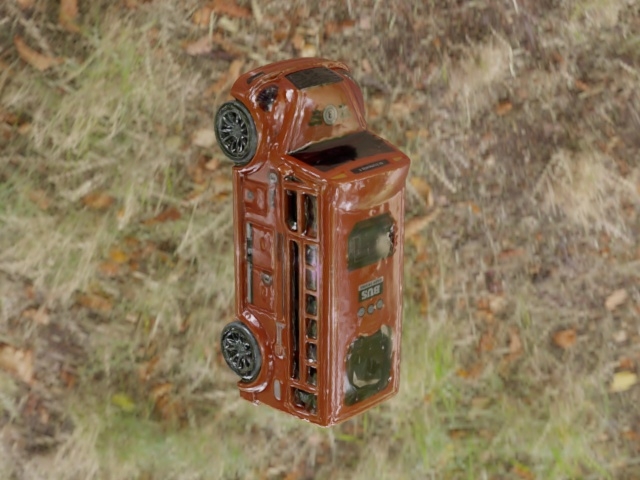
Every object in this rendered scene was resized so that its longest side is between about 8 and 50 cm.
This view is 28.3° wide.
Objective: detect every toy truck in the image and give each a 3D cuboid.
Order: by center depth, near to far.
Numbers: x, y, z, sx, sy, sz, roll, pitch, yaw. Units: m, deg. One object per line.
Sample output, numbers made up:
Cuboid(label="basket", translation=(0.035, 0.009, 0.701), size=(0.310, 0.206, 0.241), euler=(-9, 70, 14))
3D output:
Cuboid(label="toy truck", translation=(0.000, 0.000, 0.915), size=(0.114, 0.107, 0.252), euler=(20, 118, 41))
